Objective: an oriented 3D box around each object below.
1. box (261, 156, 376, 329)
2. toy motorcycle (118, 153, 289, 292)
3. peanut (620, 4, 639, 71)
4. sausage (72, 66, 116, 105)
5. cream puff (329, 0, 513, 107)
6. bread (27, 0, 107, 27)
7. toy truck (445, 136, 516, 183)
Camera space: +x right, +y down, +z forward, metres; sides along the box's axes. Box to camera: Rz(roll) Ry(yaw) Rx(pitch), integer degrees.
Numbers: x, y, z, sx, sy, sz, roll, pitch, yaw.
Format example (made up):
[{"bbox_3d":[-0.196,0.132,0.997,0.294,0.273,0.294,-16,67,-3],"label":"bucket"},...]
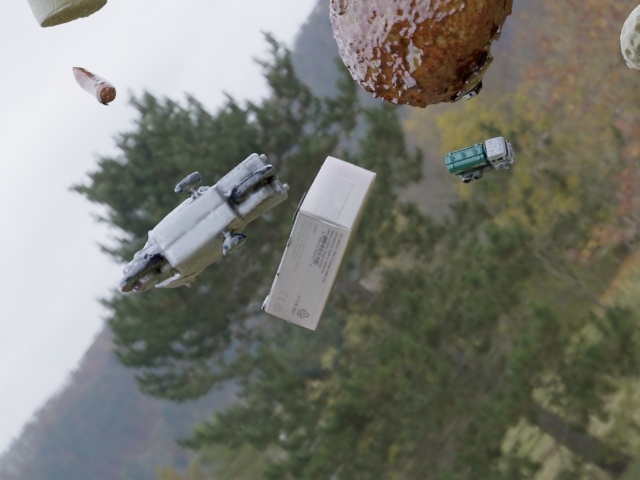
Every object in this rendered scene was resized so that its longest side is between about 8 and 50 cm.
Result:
[{"bbox_3d":[0.000,0.000,2.095,0.252,0.106,0.203,-66,-5,-62],"label":"box"},{"bbox_3d":[-0.157,-0.016,1.652,0.260,0.110,0.171,-39,-3,5],"label":"toy motorcycle"},{"bbox_3d":[0.580,-0.394,1.935,0.298,0.120,0.136,-55,26,10],"label":"peanut"},{"bbox_3d":[-0.410,-0.282,2.237,0.177,0.047,0.040,36,110,57],"label":"sausage"},{"bbox_3d":[0.130,-0.358,1.768,0.350,0.228,0.351,-169,90,-74],"label":"cream puff"},{"bbox_3d":[-0.503,-0.500,2.382,0.148,0.141,0.134,-26,2,-40],"label":"bread"},{"bbox_3d":[0.205,-0.106,1.584,0.083,0.039,0.044,-17,-29,22],"label":"toy truck"}]
